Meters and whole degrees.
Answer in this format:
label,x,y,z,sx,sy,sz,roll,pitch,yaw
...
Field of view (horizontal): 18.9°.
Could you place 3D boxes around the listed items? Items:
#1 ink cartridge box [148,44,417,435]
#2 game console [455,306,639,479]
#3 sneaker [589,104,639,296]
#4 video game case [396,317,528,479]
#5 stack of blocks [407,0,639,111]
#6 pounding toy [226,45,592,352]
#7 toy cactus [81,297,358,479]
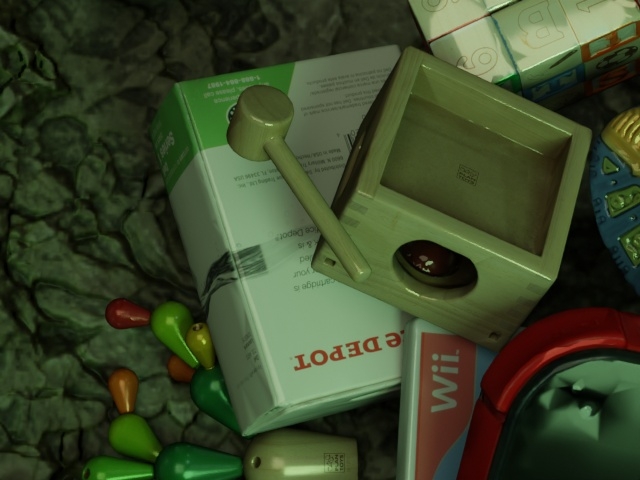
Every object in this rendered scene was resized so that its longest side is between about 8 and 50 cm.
label,x,y,z,sx,sy,sz,roll,pitch,yaw
ink cartridge box,0.000,0.000,1.230,0.160,0.092,0.219,-11,76,-23
game console,0.252,0.232,1.103,0.386,0.060,0.342,13,105,-4
sneaker,0.288,0.024,1.180,0.296,0.131,0.112,42,115,2
video game case,0.185,0.160,1.176,0.285,0.025,0.204,6,79,-13
stack of blocks,0.207,-0.175,1.220,0.297,0.171,0.087,-24,76,4
pounding toy,0.035,-0.019,1.131,0.206,0.094,0.181,24,50,-5
toy cactus,-0.066,0.141,1.247,0.180,0.112,0.219,-2,68,-2
